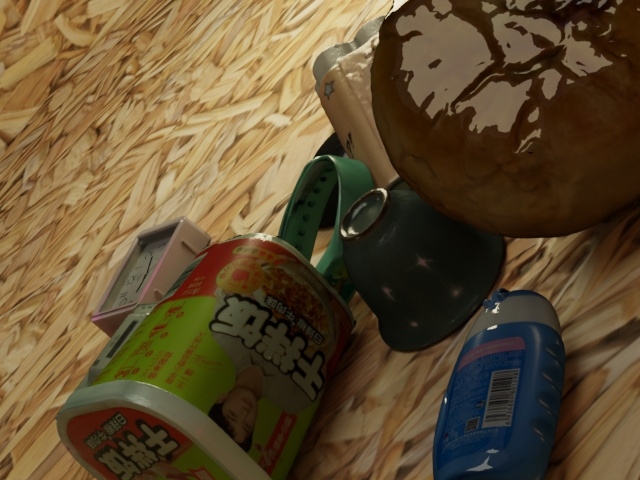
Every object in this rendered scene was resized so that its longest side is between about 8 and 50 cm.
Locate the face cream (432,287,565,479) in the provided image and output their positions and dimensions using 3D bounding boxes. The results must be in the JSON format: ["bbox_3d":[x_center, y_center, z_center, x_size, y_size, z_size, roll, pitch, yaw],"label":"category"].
[{"bbox_3d":[0.185,0.158,1.513,0.149,0.083,0.264,-25,34,38],"label":"face cream"}]

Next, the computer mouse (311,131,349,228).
[{"bbox_3d":[0.053,-0.113,2.105,0.264,0.088,0.147,-28,35,31],"label":"computer mouse"}]

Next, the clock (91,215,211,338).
[{"bbox_3d":[-0.276,0.062,2.394,0.150,0.063,0.197,-17,40,49],"label":"clock"}]

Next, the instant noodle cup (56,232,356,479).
[{"bbox_3d":[-0.122,0.168,1.808,0.294,0.294,0.308,-17,33,48],"label":"instant noodle cup"}]

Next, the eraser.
[{"bbox_3d":[0.100,-0.174,1.995,0.171,0.087,0.290,-31,48,7],"label":"eraser"}]

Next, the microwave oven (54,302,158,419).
[{"bbox_3d":[-0.235,0.206,2.022,0.122,0.162,0.208,-6,44,54],"label":"microwave oven"}]

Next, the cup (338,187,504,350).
[{"bbox_3d":[0.100,0.012,1.774,0.199,0.150,0.199,-36,29,24],"label":"cup"}]

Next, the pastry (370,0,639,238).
[{"bbox_3d":[0.254,-0.188,1.648,0.409,0.245,0.410,-10,63,20],"label":"pastry"}]

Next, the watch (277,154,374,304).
[{"bbox_3d":[0.000,0.000,1.953,0.195,0.068,0.237,-107,33,-43],"label":"watch"}]
